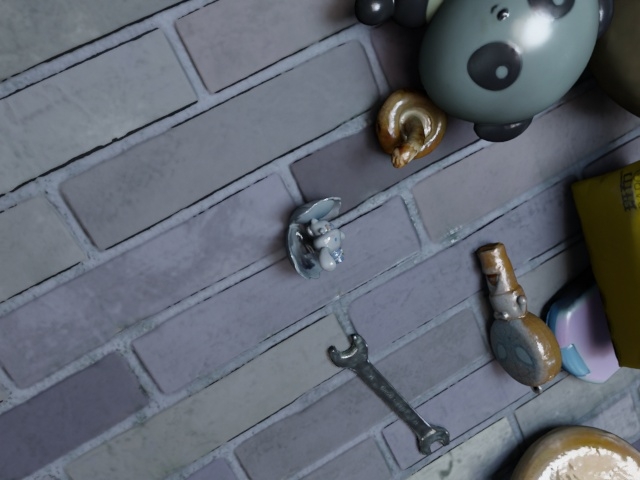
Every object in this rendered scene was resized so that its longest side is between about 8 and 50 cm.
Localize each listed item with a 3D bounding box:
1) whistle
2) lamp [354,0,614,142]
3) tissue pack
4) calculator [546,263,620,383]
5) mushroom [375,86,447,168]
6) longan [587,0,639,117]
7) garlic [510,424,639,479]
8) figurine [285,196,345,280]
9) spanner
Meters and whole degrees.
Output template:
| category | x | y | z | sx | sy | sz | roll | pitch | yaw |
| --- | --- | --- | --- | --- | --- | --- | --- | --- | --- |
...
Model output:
| category | x | y | z | sx | sy | sz | roll | pitch | yaw |
| --- | --- | --- | --- | --- | --- | --- | --- | --- | --- |
| whistle | 0.271 | 0.109 | 0.757 | 0.057 | 0.107 | 0.220 | -22 | 93 | -19 |
| lamp | 0.173 | -0.239 | 0.590 | 0.244 | 0.198 | 0.198 | 35 | 91 | -4 |
| tissue pack | 0.440 | 0.026 | 0.692 | 0.134 | 0.192 | 0.271 | -12 | 85 | -4 |
| calculator | 0.467 | 0.089 | 0.831 | 0.293 | 0.051 | 0.173 | -41 | 109 | -4 |
| mushroom | 0.099 | -0.130 | 0.651 | 0.129 | 0.072 | 0.088 | -53 | 134 | -40 |
| longan | 0.454 | -0.286 | 0.620 | 0.288 | 0.288 | 0.350 | 36 | 83 | -21 |
| garlic | 0.378 | 0.368 | 0.810 | 0.245 | 0.164 | 0.145 | -13 | 123 | -8 |
| figurine | 0.000 | 0.000 | 0.657 | 0.082 | 0.094 | 0.086 | -24 | 79 | 28 |
| spanner | 0.103 | 0.223 | 0.770 | 0.054 | 0.015 | 0.254 | -43 | 110 | -4 |
